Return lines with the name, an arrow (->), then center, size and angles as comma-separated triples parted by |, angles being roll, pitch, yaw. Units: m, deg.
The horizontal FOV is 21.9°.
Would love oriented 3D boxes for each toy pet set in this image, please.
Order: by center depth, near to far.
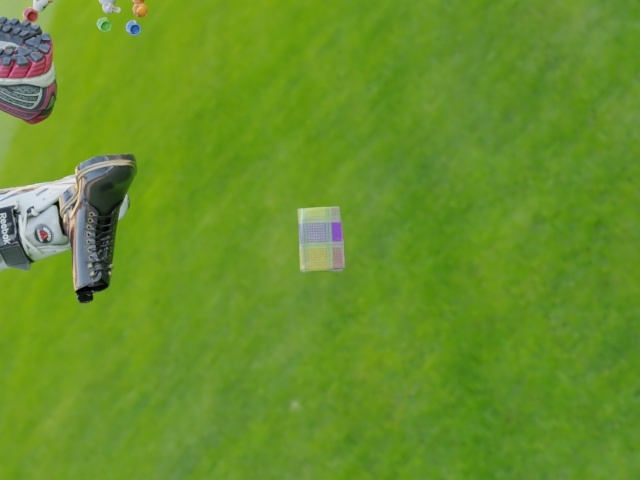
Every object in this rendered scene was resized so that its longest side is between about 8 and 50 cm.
toy pet set -> -0.215, -0.250, 1.598 | 0.065, 0.122, 0.114 | -134, 52, -57

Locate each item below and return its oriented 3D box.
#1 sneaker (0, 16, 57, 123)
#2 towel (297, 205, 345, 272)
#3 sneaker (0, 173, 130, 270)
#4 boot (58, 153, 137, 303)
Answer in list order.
sneaker -> -0.464, -0.221, 2.051 | 0.121, 0.299, 0.112 | -51, -30, -40
towel -> 0.000, 0.000, 2.075 | 0.009, 0.060, 0.083 | 173, 93, -70
sneaker -> -0.437, -0.022, 2.415 | 0.330, 0.122, 0.146 | -22, 12, -16
boot -> -0.264, -0.016, 2.023 | 0.198, 0.076, 0.137 | 134, 132, -62
